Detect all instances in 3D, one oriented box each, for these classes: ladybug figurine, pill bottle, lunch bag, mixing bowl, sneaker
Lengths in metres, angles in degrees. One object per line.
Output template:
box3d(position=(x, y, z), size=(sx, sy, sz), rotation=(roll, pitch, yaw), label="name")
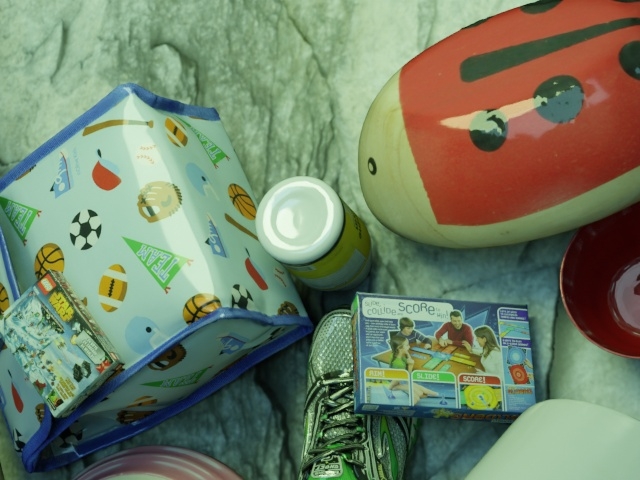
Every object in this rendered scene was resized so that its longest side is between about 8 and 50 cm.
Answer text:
box3d(position=(0.239, -0.151, 1.681), size=(0.449, 0.162, 0.305), rotation=(-19, 45, 15), label="ladybug figurine")
box3d(position=(0.000, 0.000, 1.741), size=(0.103, 0.184, 0.103), rotation=(-5, 72, 16), label="pill bottle")
box3d(position=(-0.261, 0.055, 1.791), size=(0.385, 0.239, 0.328), rotation=(-33, 67, 24), label="lunch bag")
box3d(position=(0.360, 0.051, 1.658), size=(0.181, 0.098, 0.181), rotation=(-5, 73, 16), label="mixing bowl")
box3d(position=(0.040, 0.234, 1.680), size=(0.134, 0.146, 0.343), rotation=(-9, 71, 15), label="sneaker")

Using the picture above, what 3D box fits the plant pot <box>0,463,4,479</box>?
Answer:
box3d(position=(-0.505, 0.280, 1.780), size=(0.323, 0.323, 0.280), rotation=(-16, 52, 13), label="plant pot")

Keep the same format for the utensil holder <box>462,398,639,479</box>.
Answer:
box3d(position=(0.207, 0.390, 1.426), size=(0.328, 0.327, 0.385), rotation=(32, 61, 23), label="utensil holder")

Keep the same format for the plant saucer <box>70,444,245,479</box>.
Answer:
box3d(position=(-0.206, 0.398, 1.743), size=(0.332, 0.084, 0.332), rotation=(-5, 73, 16), label="plant saucer")

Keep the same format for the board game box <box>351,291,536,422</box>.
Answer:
box3d(position=(0.136, 0.130, 1.678), size=(0.201, 0.035, 0.136), rotation=(5, 61, -10), label="board game box")

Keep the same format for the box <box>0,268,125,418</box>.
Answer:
box3d(position=(-0.286, 0.112, 1.646), size=(0.094, 0.027, 0.137), rotation=(-42, 68, 11), label="box")
